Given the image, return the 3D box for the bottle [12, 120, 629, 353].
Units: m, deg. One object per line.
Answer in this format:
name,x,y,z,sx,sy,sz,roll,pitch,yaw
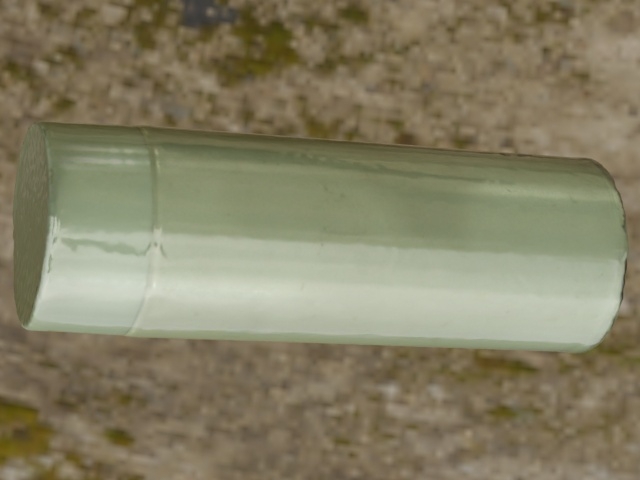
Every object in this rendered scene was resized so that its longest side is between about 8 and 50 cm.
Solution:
bottle,0.000,0.000,0.640,0.202,0.072,0.072,3,156,-19
